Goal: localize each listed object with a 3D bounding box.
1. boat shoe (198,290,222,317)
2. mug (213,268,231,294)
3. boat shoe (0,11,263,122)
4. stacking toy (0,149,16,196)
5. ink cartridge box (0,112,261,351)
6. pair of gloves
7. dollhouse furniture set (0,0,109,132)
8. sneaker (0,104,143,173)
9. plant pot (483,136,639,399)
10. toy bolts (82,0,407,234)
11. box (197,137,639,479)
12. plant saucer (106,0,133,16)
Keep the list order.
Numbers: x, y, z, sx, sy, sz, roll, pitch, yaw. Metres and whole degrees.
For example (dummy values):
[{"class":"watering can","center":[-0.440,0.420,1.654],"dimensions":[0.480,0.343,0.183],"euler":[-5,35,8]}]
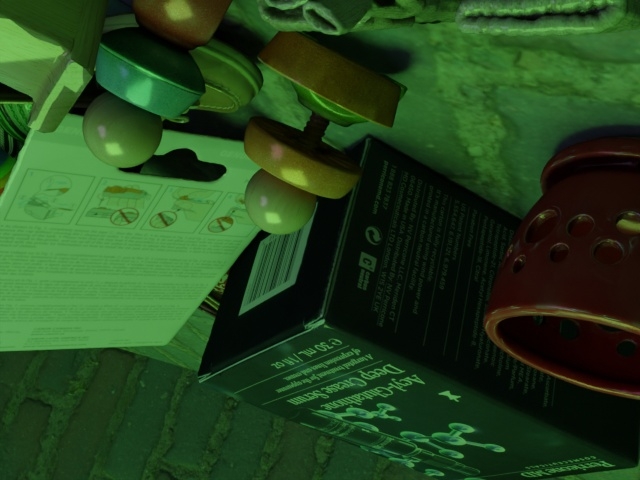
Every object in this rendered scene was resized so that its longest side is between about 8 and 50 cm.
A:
[{"class":"boat shoe","center":[-0.257,0.040,1.373],"dimensions":[0.324,0.119,0.122],"euler":[21,162,-4]},{"class":"mug","center":[-0.155,0.024,1.208],"dimensions":[0.150,0.113,0.169],"euler":[52,-172,35]},{"class":"boat shoe","center":[-0.192,-0.144,0.762],"dimensions":[0.285,0.089,0.104],"euler":[10,163,13]},{"class":"stacking toy","center":[-0.447,-0.116,1.114],"dimensions":[0.141,0.141,0.330],"euler":[19,166,3]},{"class":"ink cartridge box","center":[-0.235,-0.012,0.941],"dimensions":[0.308,0.091,0.385],"euler":[4,139,-39]},{"class":"pair of gloves","center":[0.085,-0.138,0.474],"dimensions":[0.240,0.042,0.204],"euler":[12,-160,37]},{"class":"dollhouse furniture set","center":[-0.354,-0.115,0.622],"dimensions":[0.257,0.362,0.394],"euler":[25,134,-28]},{"class":"sneaker","center":[-0.292,-0.117,0.981],"dimensions":[0.146,0.134,0.343],"euler":[25,154,7]},{"class":"plant pot","center":[0.246,0.020,0.697],"dimensions":[0.191,0.174,0.191],"euler":[18,163,6]},{"class":"toy bolts","center":[-0.065,-0.090,0.630],"dimensions":[0.229,0.158,0.218],"euler":[26,-167,-9]},{"class":"box","center":[0.115,0.109,0.964],"dimensions":[0.396,0.211,0.293],"euler":[26,150,-20]},{"class":"plant saucer","center":[-0.257,-0.232,0.748],"dimensions":[0.192,0.018,0.067],"euler":[27,161,-23]}]
